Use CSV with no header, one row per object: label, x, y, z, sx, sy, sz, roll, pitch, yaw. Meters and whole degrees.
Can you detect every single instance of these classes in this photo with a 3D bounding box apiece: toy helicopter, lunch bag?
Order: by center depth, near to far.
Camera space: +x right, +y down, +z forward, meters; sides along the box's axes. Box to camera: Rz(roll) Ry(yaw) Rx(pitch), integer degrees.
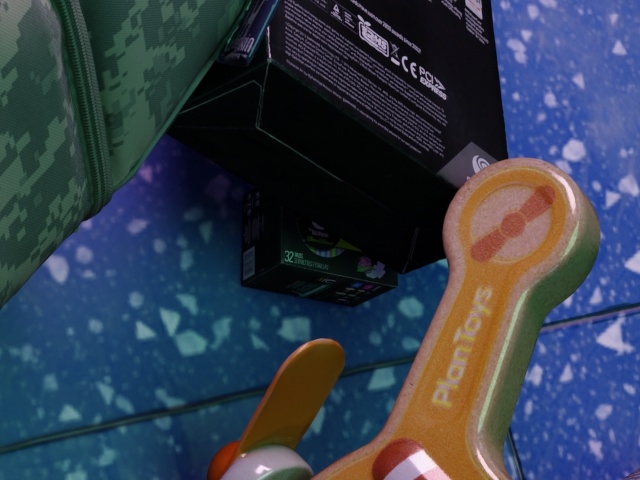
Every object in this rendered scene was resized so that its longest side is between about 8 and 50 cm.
lunch bag,-0.200,-0.133,0.871,0.256,0.305,0.212,-53,149,-33
toy helicopter,0.044,0.117,0.961,0.140,0.235,0.355,43,64,-53

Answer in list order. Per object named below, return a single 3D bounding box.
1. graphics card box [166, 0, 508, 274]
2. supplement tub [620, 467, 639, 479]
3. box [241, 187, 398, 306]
graphics card box,0.005,-0.190,1.083,0.233,0.094,0.371,31,45,-45
supplement tub,0.209,0.236,1.082,0.272,0.191,0.191,-24,87,-36
box,0.000,0.000,1.114,0.083,0.052,0.062,11,68,-29
